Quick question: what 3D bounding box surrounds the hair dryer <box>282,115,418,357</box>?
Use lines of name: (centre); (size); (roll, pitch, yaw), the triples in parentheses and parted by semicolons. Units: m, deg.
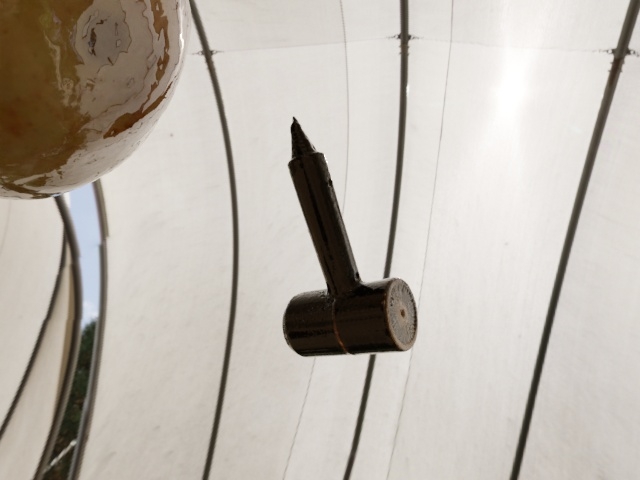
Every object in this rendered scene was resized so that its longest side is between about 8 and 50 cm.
hair dryer: (0.000, 0.000, 0.685); (0.189, 0.107, 0.352); (-14, -83, 33)

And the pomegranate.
pomegranate: (-0.246, -0.200, 0.368); (0.338, 0.338, 0.338); (16, -41, 15)
